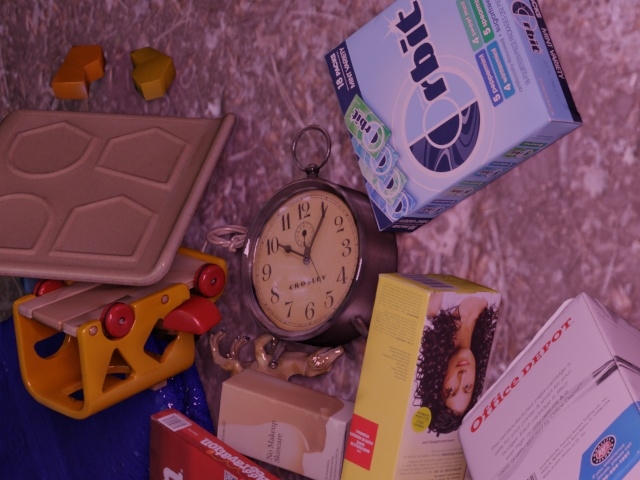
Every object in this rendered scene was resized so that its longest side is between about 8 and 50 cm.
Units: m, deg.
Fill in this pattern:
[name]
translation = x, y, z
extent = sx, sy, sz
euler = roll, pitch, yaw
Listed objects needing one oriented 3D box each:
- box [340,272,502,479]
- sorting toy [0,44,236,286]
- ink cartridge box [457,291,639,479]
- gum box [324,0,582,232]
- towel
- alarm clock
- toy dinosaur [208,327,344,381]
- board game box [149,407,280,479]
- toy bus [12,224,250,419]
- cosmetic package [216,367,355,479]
[box]
translation = 0.068, 0.143, 1.386
extent = 0.058, 0.087, 0.232
euler = 20, 104, 44
[sorting toy]
translation = -0.187, -0.065, 1.572
extent = 0.229, 0.307, 0.041
euler = 0, 130, 18
[ink cartridge box]
translation = 0.173, 0.143, 1.204
extent = 0.140, 0.082, 0.191
euler = -51, 20, 18
[gum box]
translation = 0.095, -0.115, 1.398
extent = 0.184, 0.041, 0.157
euler = -33, 66, 41
[towel]
translation = -0.218, 0.149, 1.691
extent = 0.308, 0.076, 0.228
euler = -41, 64, 40
[alarm clock]
translation = 0.000, 0.000, 1.473
extent = 0.129, 0.064, 0.192
euler = -16, 73, 38
[toy dinosaur]
translation = -0.059, 0.119, 1.540
extent = 0.183, 0.053, 0.093
euler = -43, 61, 36
[board game box]
translation = -0.091, 0.291, 1.531
extent = 0.145, 0.027, 0.281
euler = 28, 124, 44
[toy bus]
translation = -0.150, 0.071, 1.515
extent = 0.191, 0.202, 0.104
euler = -92, -1, -68
[cosmetic package]
translation = -0.023, 0.149, 1.480
extent = 0.115, 0.041, 0.060
euler = 14, 110, 26
